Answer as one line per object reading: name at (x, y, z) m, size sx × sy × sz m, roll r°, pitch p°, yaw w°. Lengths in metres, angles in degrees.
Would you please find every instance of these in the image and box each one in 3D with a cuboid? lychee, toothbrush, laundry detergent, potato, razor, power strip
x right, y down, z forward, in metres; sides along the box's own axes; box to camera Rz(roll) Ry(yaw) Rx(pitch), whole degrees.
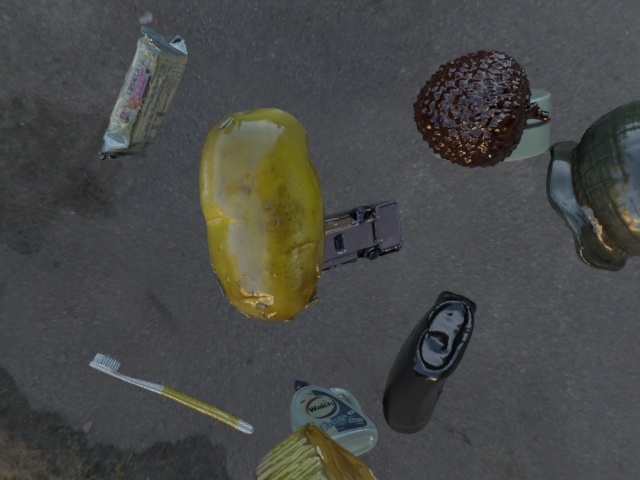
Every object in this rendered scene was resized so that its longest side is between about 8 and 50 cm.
lychee at (0.358, -0.291, 1.341) m, size 0.299 × 0.264 × 0.265 m, roll 5°, pitch 87°, yaw 12°
toothbrush at (-0.238, 0.252, 0.986) m, size 0.288 × 0.021 × 0.024 m, roll 27°, pitch 58°, yaw -10°
laundry detergent at (0.015, 0.483, 1.687) m, size 0.214 × 0.280 × 0.105 m, roll -7°, pitch 117°, yaw -24°
potato at (-0.073, -0.029, 0.818) m, size 0.172 × 0.140 × 0.301 m, roll -24°, pitch 118°, yaw -35°
razor at (0.208, 0.252, 1.209) m, size 0.113 × 0.349 × 0.204 m, roll 26°, pitch 57°, yaw 15°
power strip at (0.482, -0.341, 1.732) m, size 0.357 × 0.357 × 0.162 m, roll -9°, pitch 110°, yaw -7°

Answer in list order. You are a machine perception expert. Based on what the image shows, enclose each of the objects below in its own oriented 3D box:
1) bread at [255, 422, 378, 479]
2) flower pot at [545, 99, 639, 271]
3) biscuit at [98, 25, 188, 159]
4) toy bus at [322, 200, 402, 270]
bread at (0.006, 0.411, 0.969) m, size 0.133 × 0.179 × 0.250 m, roll -42°, pitch 134°, yaw 2°
flower pot at (0.563, -0.094, 1.074) m, size 0.301 × 0.213 × 0.302 m, roll 22°, pitch 56°, yaw -36°
biscuit at (-0.401, -0.325, 1.378) m, size 0.079 × 0.186 × 0.309 m, roll 30°, pitch 108°, yaw 9°
toy bus at (0.000, 0.000, 1.132) m, size 0.316 × 0.138 × 0.113 m, roll -13°, pitch 103°, yaw -31°
